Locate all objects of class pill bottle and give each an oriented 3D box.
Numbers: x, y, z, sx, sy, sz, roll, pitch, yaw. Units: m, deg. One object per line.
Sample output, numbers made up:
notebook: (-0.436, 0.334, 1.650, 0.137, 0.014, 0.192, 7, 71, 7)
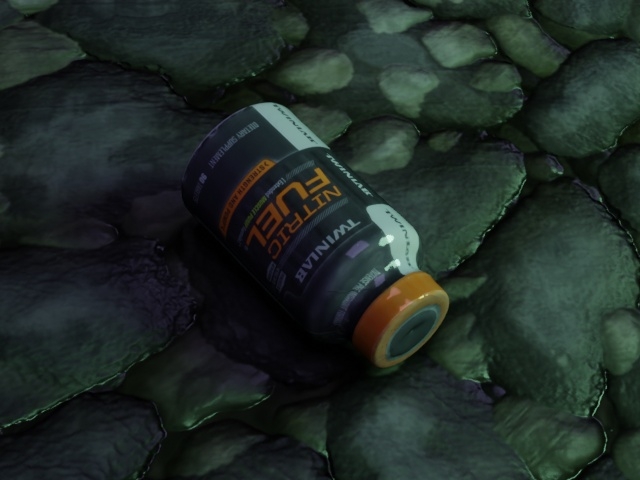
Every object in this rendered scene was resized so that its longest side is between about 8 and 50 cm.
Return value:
pill bottle: (0.000, 0.000, 1.291, 0.130, 0.130, 0.246, -30, 60, -29)
